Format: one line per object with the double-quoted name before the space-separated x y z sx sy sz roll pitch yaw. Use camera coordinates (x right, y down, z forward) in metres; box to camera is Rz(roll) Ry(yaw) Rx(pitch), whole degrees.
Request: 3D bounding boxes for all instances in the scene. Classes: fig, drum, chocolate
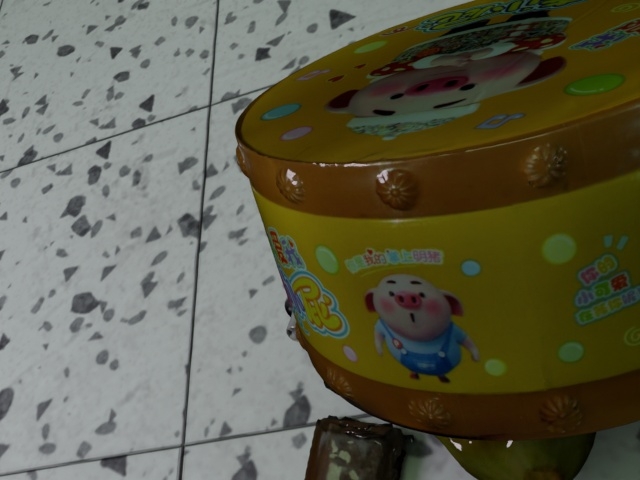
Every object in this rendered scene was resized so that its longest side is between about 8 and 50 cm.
"fig" 0.162 0.141 0.648 0.144 0.154 0.166 -45 13 14
"drum" 0.156 -0.057 0.627 0.430 0.214 0.431 -16 24 7
"chocolate" 0.001 0.308 0.677 0.102 0.065 0.330 0 59 27

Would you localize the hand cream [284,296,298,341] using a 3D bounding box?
"hand cream" 0.001 0.002 0.881 0.084 0.050 0.257 -6 52 21
